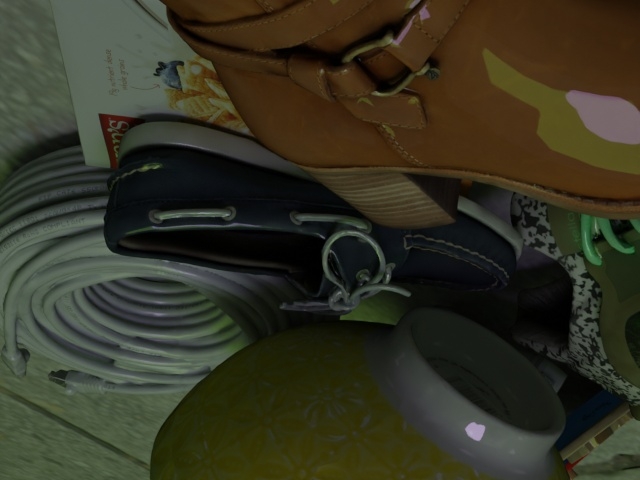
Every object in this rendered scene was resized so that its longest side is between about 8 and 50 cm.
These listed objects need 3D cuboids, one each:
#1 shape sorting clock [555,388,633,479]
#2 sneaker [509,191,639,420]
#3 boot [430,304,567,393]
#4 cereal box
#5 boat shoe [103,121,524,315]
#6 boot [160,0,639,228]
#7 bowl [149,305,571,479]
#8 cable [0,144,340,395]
[{"bbox_3d":[0.194,0.183,0.965,0.206,0.040,0.206,-36,163,-13],"label":"shape sorting clock"},{"bbox_3d":[0.203,-0.004,0.688,0.182,0.158,0.410,15,146,7],"label":"sneaker"},{"bbox_3d":[0.121,0.115,0.949,0.123,0.095,0.258,34,166,13],"label":"boot"},{"bbox_3d":[-0.022,-0.092,0.659,0.240,0.047,0.173,5,149,0],"label":"cereal box"},{"bbox_3d":[0.000,0.000,0.687,0.255,0.079,0.095,16,152,-18],"label":"boat shoe"},{"bbox_3d":[0.071,-0.105,0.500,0.283,0.109,0.220,-7,146,35],"label":"boot"},{"bbox_3d":[0.059,0.135,0.715,0.289,0.289,0.156,23,114,-24],"label":"bowl"},{"bbox_3d":[-0.113,0.028,0.832,0.257,0.089,0.257,5,148,0],"label":"cable"}]
